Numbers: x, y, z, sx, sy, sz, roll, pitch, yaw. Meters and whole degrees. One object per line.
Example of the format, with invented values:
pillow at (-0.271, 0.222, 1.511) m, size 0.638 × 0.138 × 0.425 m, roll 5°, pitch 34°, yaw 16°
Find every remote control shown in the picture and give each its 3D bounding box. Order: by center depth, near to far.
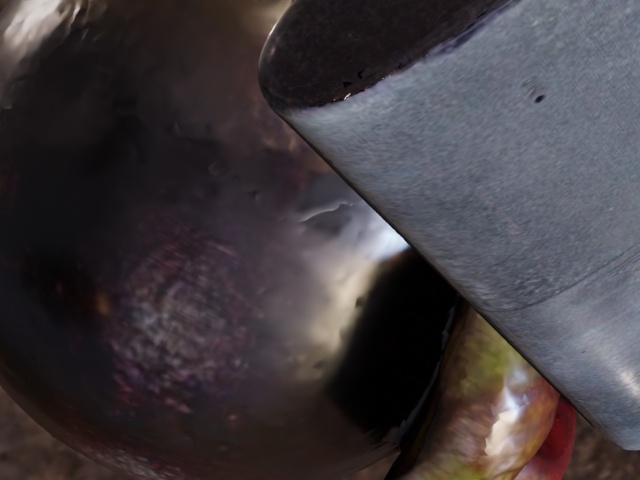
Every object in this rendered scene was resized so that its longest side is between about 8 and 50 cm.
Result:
remote control at (0.094, -0.007, 0.573) m, size 0.107 × 0.377 × 0.044 m, roll -40°, pitch -118°, yaw 5°

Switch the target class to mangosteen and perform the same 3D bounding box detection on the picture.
mangosteen at (0.000, 0.000, 1.001) m, size 0.435 × 0.382 × 0.382 m, roll 45°, pitch -51°, yaw 13°
